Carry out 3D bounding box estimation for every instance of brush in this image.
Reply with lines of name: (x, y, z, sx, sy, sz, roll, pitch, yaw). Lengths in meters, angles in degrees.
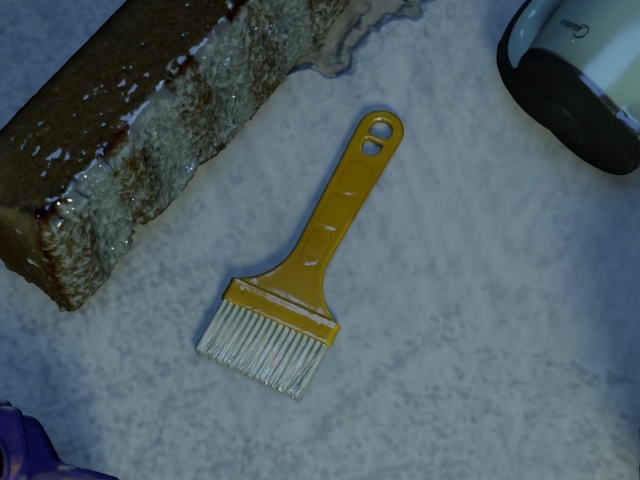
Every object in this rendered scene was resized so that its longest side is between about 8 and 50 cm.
brush: (0.000, 0.000, 1.569, 0.103, 0.013, 0.272, 24, 69, 13)

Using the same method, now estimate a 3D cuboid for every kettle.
kettle: (0.268, -0.181, 1.568, 0.236, 0.161, 0.221, -45, 43, -13)

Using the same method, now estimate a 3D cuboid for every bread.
bread: (-0.117, -0.139, 1.555, 0.113, 0.165, 0.416, 35, 73, 18)

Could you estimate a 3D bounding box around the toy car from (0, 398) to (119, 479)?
toy car: (-0.222, 0.236, 1.407, 0.158, 0.172, 0.235, -6, 62, -17)
